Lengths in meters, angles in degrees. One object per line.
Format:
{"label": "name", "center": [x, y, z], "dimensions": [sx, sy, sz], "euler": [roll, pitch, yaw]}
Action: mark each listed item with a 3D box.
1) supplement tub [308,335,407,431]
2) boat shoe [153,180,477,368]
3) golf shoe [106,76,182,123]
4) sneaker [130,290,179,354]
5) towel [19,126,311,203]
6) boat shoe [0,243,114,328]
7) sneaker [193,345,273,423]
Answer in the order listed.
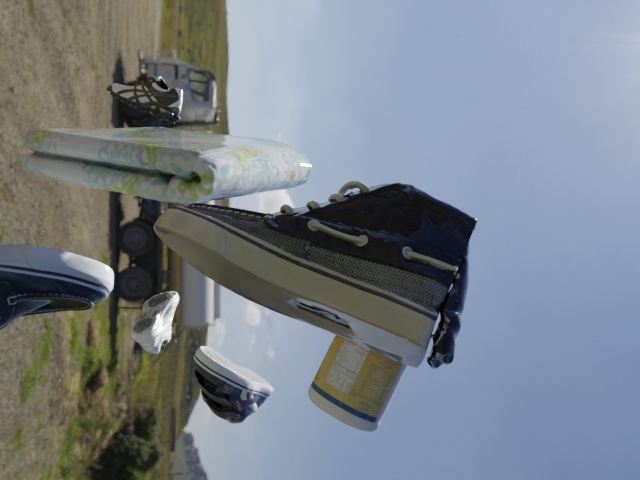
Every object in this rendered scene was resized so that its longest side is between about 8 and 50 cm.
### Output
{"label": "supplement tub", "center": [0.080, 0.229, 0.958], "dimensions": [0.200, 0.144, 0.144], "euler": [-63, -163, -5]}
{"label": "boat shoe", "center": [0.000, 0.000, 0.561], "dimensions": [0.158, 0.340, 0.127], "euler": [-62, 165, -23]}
{"label": "golf shoe", "center": [-0.416, -0.354, 1.251], "dimensions": [0.077, 0.198, 0.094], "euler": [-5, 117, -80]}
{"label": "sneaker", "center": [-0.469, 0.241, 1.511], "dimensions": [0.232, 0.090, 0.115], "euler": [-72, 151, -57]}
{"label": "towel", "center": [-0.244, -0.131, 0.873], "dimensions": [0.320, 0.374, 0.090], "euler": [-28, 126, -62]}
{"label": "boat shoe", "center": [-0.427, 0.075, 0.627], "dimensions": [0.121, 0.335, 0.119], "euler": [-39, -126, 48]}
{"label": "sneaker", "center": [-0.222, 0.357, 1.233], "dimensions": [0.126, 0.127, 0.321], "euler": [32, -13, 33]}
